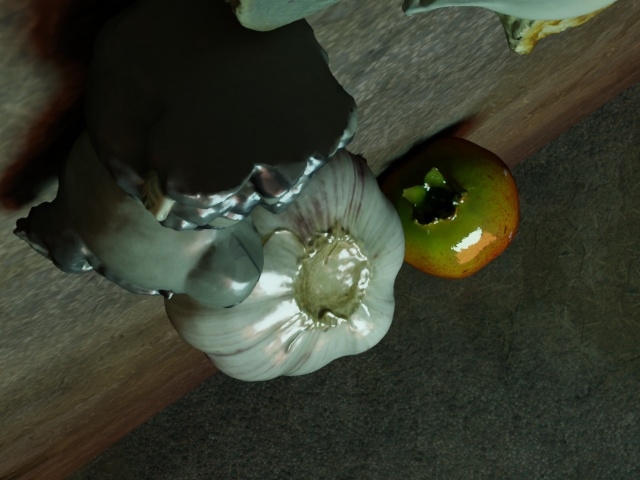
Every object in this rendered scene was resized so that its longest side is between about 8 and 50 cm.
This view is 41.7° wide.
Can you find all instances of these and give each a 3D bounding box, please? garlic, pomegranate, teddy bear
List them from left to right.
[{"bbox_3d":[-0.068,-0.043,0.502,0.171,0.144,0.251,-46,-178,-30],"label":"teddy bear"},{"bbox_3d":[-0.060,0.012,0.818,0.245,0.245,0.253,-29,-153,-30],"label":"garlic"},{"bbox_3d":[0.193,-0.048,1.290,0.221,0.221,0.257,-36,164,17],"label":"pomegranate"}]

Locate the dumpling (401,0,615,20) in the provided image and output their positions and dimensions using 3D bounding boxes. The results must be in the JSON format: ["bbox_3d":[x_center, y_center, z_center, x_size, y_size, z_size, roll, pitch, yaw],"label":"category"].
[{"bbox_3d":[0.152,-0.205,0.505,0.229,0.124,0.151,-15,-156,35],"label":"dumpling"}]

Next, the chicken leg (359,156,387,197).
[{"bbox_3d":[0.059,-0.065,1.104,0.037,0.062,0.145,5,155,23],"label":"chicken leg"}]

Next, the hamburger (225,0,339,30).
[{"bbox_3d":[0.001,-0.154,0.383,0.140,0.062,0.133,-33,176,-21],"label":"hamburger"}]

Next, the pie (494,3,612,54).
[{"bbox_3d":[0.220,-0.234,0.702,0.179,0.084,0.205,-35,174,17],"label":"pie"}]
